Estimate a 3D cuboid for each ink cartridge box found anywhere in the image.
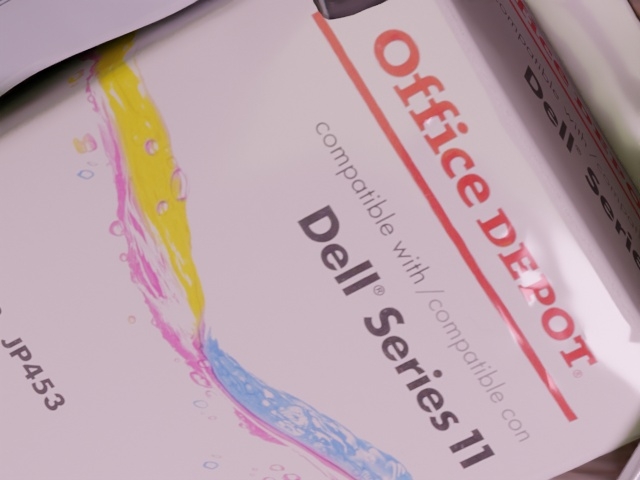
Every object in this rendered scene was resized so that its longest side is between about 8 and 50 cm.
[{"bbox_3d":[0.000,0.000,0.651,0.353,0.119,0.207,-29,104,20],"label":"ink cartridge box"}]

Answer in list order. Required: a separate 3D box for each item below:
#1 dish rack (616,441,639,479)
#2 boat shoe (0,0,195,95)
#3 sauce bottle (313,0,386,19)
[{"bbox_3d":[0.272,0.104,0.603,0.333,0.072,0.285,16,117,-20],"label":"dish rack"},{"bbox_3d":[-0.126,-0.112,0.646,0.301,0.102,0.108,-19,114,36],"label":"boat shoe"},{"bbox_3d":[0.146,-0.158,0.505,0.344,0.111,0.111,-23,107,2],"label":"sauce bottle"}]
